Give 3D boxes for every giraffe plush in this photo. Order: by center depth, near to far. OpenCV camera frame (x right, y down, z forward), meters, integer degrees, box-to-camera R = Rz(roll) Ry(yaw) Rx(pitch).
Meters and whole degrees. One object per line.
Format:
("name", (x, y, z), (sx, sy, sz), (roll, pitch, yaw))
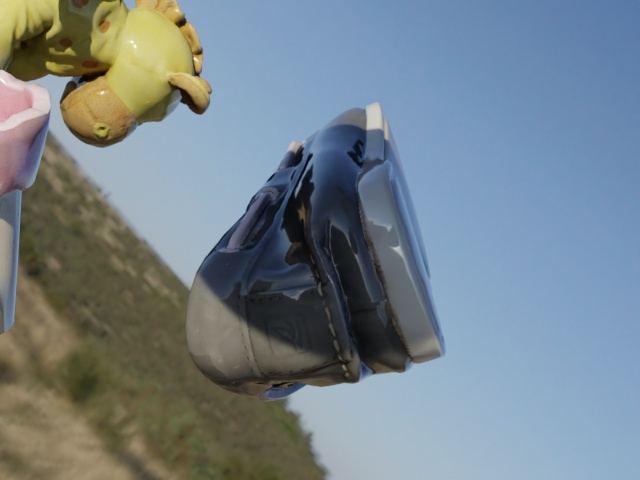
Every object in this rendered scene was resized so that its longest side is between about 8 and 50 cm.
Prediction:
("giraffe plush", (-0.172, -0.146, 1.022), (0.170, 0.210, 0.181), (42, 28, -29))

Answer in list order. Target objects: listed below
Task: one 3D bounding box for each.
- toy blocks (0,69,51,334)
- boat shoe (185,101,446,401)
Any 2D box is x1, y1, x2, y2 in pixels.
("toy blocks", (-0.305, -0.069, 0.552), (0.308, 0.288, 0.260), (17, -62, 16))
("boat shoe", (0.000, 0.000, 0.670), (0.335, 0.095, 0.112), (-70, 144, -82))
